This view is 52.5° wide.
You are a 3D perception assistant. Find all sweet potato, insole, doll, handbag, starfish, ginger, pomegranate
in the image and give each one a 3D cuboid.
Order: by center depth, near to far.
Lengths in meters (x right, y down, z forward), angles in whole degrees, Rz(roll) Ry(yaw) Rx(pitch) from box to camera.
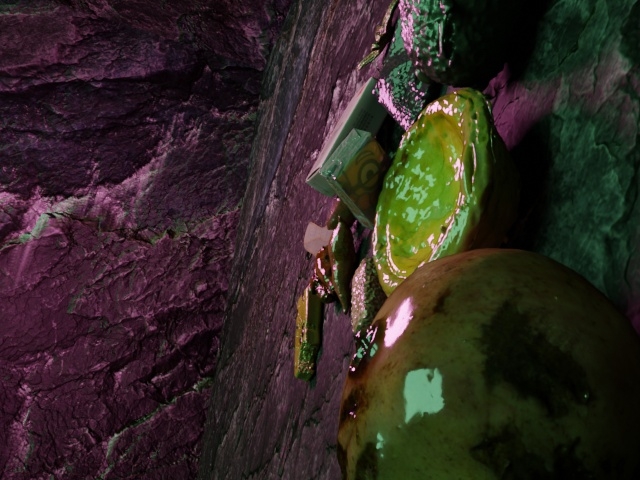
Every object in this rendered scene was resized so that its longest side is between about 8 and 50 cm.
[{"bbox_3d":[0.160,0.165,0.651,0.322,0.321,0.322,-166,90,-74],"label":"pomegranate"},{"bbox_3d":[0.230,-0.411,1.013,0.247,0.247,0.350,-173,91,-74],"label":"doll"},{"bbox_3d":[0.200,-0.358,1.318,0.175,0.088,0.271,51,127,60],"label":"handbag"},{"bbox_3d":[0.052,0.058,1.494,0.068,0.068,0.226,158,111,-71],"label":"sweet potato"},{"bbox_3d":[0.089,-0.115,1.500,0.244,0.077,0.077,-57,24,34],"label":"sweet potato"},{"bbox_3d":[0.010,0.093,1.575,0.162,0.073,0.103,-98,26,-51],"label":"ginger"},{"bbox_3d":[0.157,-0.526,1.643,0.224,0.050,0.217,-55,18,25],"label":"starfish"},{"bbox_3d":[0.000,0.000,1.807,0.348,0.009,0.119,-157,80,-74],"label":"insole"}]

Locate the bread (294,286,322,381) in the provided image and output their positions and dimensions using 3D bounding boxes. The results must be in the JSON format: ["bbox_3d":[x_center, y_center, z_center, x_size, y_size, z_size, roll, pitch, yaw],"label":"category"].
[{"bbox_3d":[-0.032,0.235,1.644,0.088,0.049,0.226,125,154,-51],"label":"bread"}]

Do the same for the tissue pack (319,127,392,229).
[{"bbox_3d":[0.079,-0.103,1.122,0.060,0.148,0.109,21,69,50],"label":"tissue pack"}]

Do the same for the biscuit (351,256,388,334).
[{"bbox_3d":[0.098,0.112,1.268,0.082,0.070,0.169,-55,24,37],"label":"biscuit"}]

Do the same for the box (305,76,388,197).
[{"bbox_3d":[0.071,-0.237,1.499,0.270,0.079,0.135,-61,10,-18],"label":"box"}]

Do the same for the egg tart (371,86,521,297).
[{"bbox_3d":[0.193,-0.059,0.969,0.345,0.132,0.346,-166,90,-75],"label":"egg tart"}]

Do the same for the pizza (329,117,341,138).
[{"bbox_3d":[0.045,-0.220,1.692,0.292,0.058,0.197,-82,1,-57],"label":"pizza"}]
